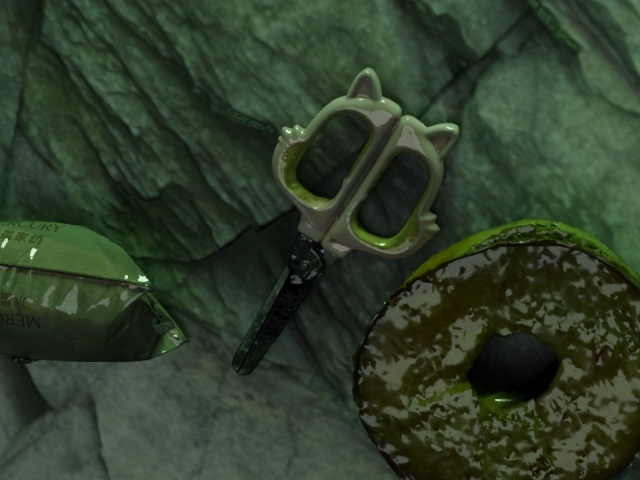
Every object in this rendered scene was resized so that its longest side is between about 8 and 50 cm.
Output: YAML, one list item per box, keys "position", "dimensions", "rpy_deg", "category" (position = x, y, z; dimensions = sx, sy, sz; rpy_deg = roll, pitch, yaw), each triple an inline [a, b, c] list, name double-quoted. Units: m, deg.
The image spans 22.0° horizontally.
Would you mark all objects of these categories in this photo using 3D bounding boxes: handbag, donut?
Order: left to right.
- position: [-0.258, 0.049, 1.474]
  dimensions: [0.270, 0.182, 0.117]
  rpy_deg: [8, 72, 12]
  category: "handbag"
- position: [0.168, 0.098, 1.384]
  dimensions: [0.272, 0.107, 0.272]
  rpy_deg: [4, 113, 10]
  category: "donut"

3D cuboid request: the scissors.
- position: [0.000, 0.000, 1.435]
  dimensions: [0.160, 0.024, 0.317]
  rpy_deg: [33, 117, 0]
  category: "scissors"
